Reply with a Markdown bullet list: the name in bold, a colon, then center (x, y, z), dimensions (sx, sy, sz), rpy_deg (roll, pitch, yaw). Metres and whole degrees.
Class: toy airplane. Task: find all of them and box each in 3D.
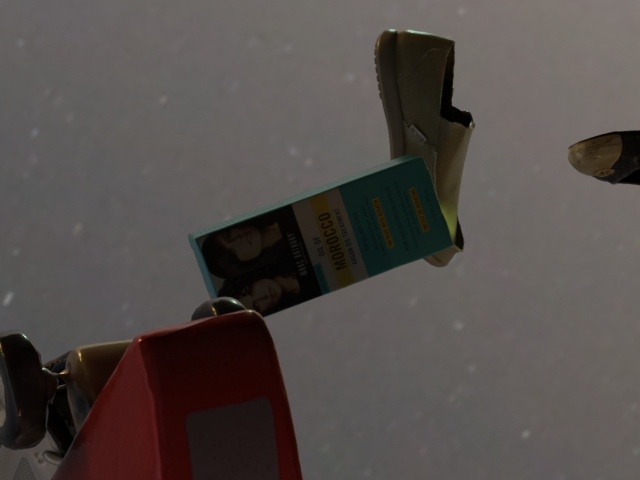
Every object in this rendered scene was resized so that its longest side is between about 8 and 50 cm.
- **toy airplane**: center (-0.077, 0.251, 0.982), dimensions (0.384, 0.386, 0.272), rpy_deg (42, -172, -44)

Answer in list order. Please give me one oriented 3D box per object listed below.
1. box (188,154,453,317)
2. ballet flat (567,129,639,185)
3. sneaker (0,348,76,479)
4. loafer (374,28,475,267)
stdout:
- **box**: center (0.000, 0.000, 1.900), dimensions (0.244, 0.060, 0.100), rpy_deg (-21, -83, -9)
- **ballet flat**: center (0.239, -0.041, 1.256), dimensions (0.173, 0.057, 0.049), rpy_deg (10, -107, -27)
- **sneaker**: center (-0.154, 0.247, 1.569), dimensions (0.447, 0.257, 0.169), rpy_deg (17, -141, 29)
- **loafer**: center (0.124, -0.103, 2.076), dimensions (0.102, 0.092, 0.268), rpy_deg (-41, -59, -70)
